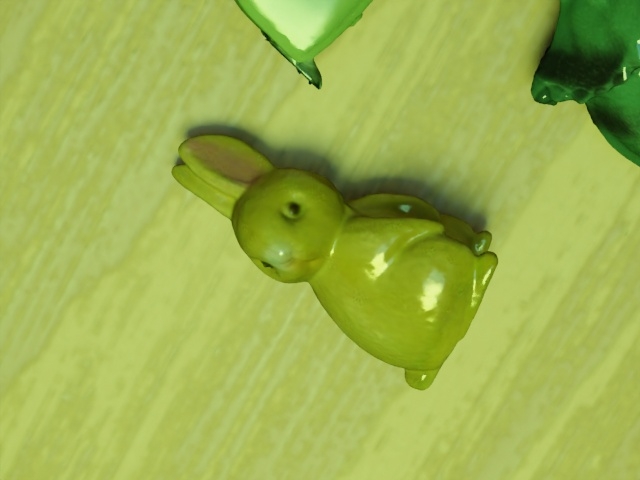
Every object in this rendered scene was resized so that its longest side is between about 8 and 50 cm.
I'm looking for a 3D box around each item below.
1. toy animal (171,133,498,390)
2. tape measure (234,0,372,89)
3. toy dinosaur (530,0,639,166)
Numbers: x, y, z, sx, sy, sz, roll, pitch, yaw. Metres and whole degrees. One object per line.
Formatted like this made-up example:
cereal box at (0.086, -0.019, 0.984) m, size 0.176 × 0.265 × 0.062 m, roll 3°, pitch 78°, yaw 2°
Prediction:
toy animal at (-0.002, 0.003, 0.559) m, size 0.159 × 0.070 × 0.083 m, roll 26°, pitch 104°, yaw -3°
tape measure at (0.007, -0.193, 0.484) m, size 0.200 × 0.106 × 0.175 m, roll -44°, pitch 105°, yaw 7°
toy dinosaur at (0.197, -0.068, 0.541) m, size 0.292 × 0.079 × 0.120 m, roll 34°, pitch 107°, yaw -7°
